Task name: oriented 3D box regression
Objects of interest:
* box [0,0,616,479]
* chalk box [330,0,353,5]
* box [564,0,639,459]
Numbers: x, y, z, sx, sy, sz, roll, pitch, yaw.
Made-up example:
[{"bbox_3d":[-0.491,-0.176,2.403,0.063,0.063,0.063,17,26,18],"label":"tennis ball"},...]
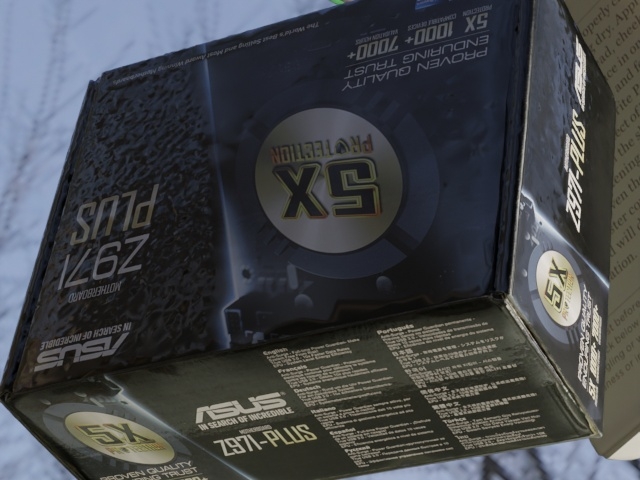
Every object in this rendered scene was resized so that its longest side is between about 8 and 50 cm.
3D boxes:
[{"bbox_3d":[0.000,0.000,0.640,0.180,0.147,0.077,-12,-44,26],"label":"box"},{"bbox_3d":[0.006,-0.226,1.076,0.132,0.132,0.213,-45,-125,18],"label":"chalk box"},{"bbox_3d":[0.182,-0.084,0.890,0.168,0.215,0.345,-47,-129,36],"label":"box"}]
